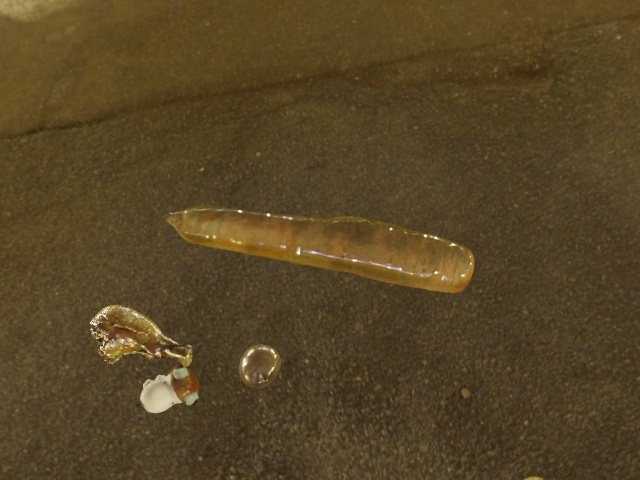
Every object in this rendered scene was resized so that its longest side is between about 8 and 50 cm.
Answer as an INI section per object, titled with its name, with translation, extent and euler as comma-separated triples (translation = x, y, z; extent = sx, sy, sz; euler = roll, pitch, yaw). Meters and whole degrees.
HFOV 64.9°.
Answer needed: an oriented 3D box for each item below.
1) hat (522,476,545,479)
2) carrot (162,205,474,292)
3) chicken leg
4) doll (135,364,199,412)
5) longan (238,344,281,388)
[hat]
translation = 0.511, 0.651, 1.213
extent = 0.146, 0.067, 0.145
euler = 8, 57, -12
[carrot]
translation = 0.000, 0.001, 0.558
extent = 0.343, 0.070, 0.070
euler = 10, 54, -2
[chicken leg]
translation = -0.275, 0.157, 0.769
extent = 0.178, 0.070, 0.093
euler = 14, 86, 12
[doll]
translation = -0.148, 0.147, 0.497
extent = 0.058, 0.085, 0.040
euler = -19, 84, -13
[longan]
translation = -0.140, 0.296, 1.177
extent = 0.113, 0.092, 0.113
euler = -33, 37, 30
